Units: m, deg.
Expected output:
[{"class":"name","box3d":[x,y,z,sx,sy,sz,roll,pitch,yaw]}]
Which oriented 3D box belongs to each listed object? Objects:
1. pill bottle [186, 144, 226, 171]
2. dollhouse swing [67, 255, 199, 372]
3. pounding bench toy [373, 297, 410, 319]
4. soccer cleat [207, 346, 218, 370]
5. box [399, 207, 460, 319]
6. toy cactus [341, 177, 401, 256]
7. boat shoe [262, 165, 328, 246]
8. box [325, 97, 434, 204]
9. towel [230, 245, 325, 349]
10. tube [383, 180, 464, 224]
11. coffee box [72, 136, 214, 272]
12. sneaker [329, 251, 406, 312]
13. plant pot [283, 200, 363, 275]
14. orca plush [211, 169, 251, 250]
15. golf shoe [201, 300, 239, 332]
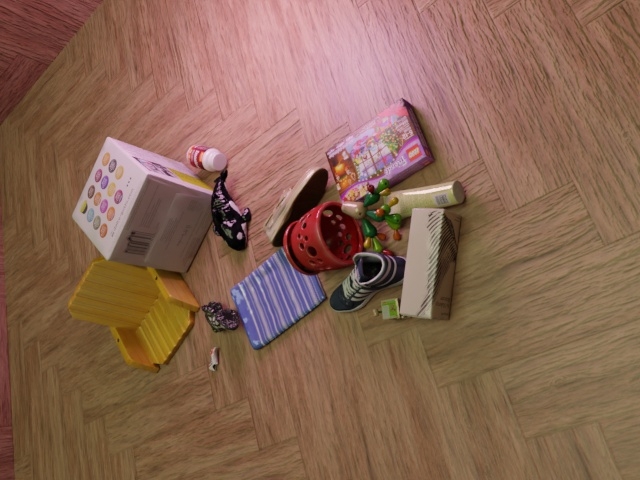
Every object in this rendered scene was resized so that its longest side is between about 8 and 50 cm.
[{"class":"pill bottle","box3d":[-0.420,-0.303,2.071,0.152,0.086,0.086,18,93,40]},{"class":"dollhouse swing","box3d":[-0.698,0.268,2.052,0.347,0.305,0.315,-53,54,17]},{"class":"pounding bench toy","box3d":[0.191,0.187,1.499,0.083,0.065,0.052,-16,73,36]},{"class":"soccer cleat","box3d":[-0.366,0.411,1.935,0.035,0.029,0.083,18,96,31]},{"class":"box","box3d":[0.280,0.060,1.422,0.094,0.113,0.275,4,86,38]},{"class":"toy cactus","box3d":[0.135,-0.065,1.529,0.180,0.112,0.219,17,128,34]},{"class":"boat shoe","box3d":[-0.087,-0.121,1.758,0.098,0.109,0.302,50,118,32]},{"class":"box","box3d":[0.162,-0.242,1.606,0.293,0.057,0.201,-32,64,31]},{"class":"towel","box3d":[-0.147,0.171,1.793,0.336,0.040,0.243,-40,60,27]},{"class":"tube","box3d":[0.267,-0.109,1.501,0.240,0.062,0.070,-12,41,43]},{"class":"coffee box","box3d":[-0.635,-0.124,2.048,0.334,0.338,0.337,38,104,37]},{"class":"sneaker","box3d":[0.101,0.113,1.527,0.282,0.153,0.099,-32,63,31]},{"class":"plant pot","box3d":[0.000,0.000,1.610,0.174,0.191,0.191,-20,70,40]},{"class":"orca plush","box3d":[-0.328,-0.107,1.926,0.151,0.102,0.287,-8,79,18]},{"class":"golf shoe","box3d":[-0.330,0.277,1.902,0.198,0.077,0.094,24,128,50]}]
